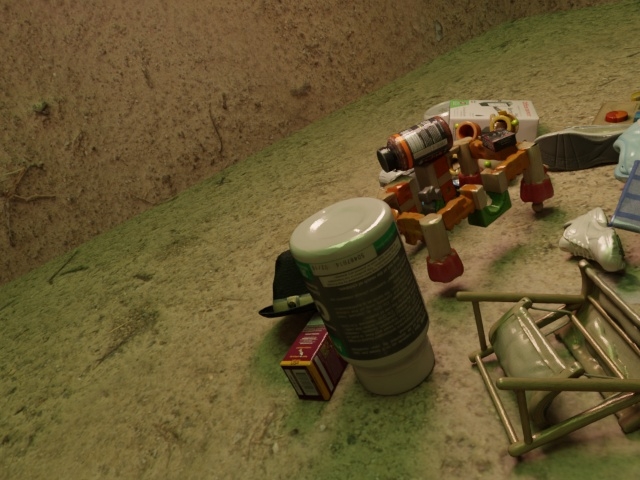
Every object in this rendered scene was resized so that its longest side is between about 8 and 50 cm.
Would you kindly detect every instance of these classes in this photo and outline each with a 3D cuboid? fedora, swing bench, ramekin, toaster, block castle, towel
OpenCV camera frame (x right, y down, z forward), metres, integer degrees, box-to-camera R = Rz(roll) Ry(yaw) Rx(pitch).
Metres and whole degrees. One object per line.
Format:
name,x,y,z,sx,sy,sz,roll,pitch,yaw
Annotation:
fedora,-0.016,0.086,1.311,0.333,0.153,0.334,-15,-2,-1
swing bench,0.393,0.186,0.871,0.254,0.165,0.253,-15,25,7
ramekin,0.537,-0.516,2.215,0.207,0.109,0.207,-20,24,9
toaster,0.300,-0.191,1.723,0.226,0.147,0.129,-30,26,-14
block castle,0.360,-0.081,1.377,0.453,0.213,0.303,-36,29,-23
towel,0.763,-0.062,1.048,0.284,0.034,0.209,19,61,32

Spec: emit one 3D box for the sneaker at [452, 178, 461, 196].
sneaker,0.454,-0.175,1.671,0.144,0.053,0.059,4,35,32

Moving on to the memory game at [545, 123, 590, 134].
memory game,0.819,-0.343,1.729,0.186,0.012,0.186,-20,25,10

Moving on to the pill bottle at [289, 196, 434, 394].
pill bottle,0.095,0.116,1.027,0.204,0.361,0.204,-19,24,9

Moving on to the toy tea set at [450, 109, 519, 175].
toy tea set,0.465,-0.293,1.667,0.335,0.200,0.124,0,13,44

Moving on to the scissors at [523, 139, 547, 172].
scissors,0.606,-0.235,1.470,0.021,0.109,0.297,-48,-11,12

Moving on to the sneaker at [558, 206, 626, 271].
sneaker,0.592,0.012,1.147,0.115,0.090,0.232,-21,15,23

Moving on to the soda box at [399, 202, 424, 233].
soda box,0.252,-0.069,1.609,0.210,0.071,0.067,-19,25,10

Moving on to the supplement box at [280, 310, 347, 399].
supplement box,0.002,0.247,1.155,0.080,0.104,0.188,-9,28,33

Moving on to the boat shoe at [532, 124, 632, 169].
boat shoe,0.791,-0.282,1.518,0.320,0.118,0.103,-3,26,31

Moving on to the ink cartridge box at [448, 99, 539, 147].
ink cartridge box,0.597,-0.407,1.824,0.288,0.122,0.211,3,32,12

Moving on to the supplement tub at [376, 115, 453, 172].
supplement tub,0.256,-0.258,1.431,0.197,0.106,0.106,-25,24,-5

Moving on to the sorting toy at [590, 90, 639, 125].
sorting toy,1.020,-0.433,1.682,0.229,0.041,0.307,4,36,39

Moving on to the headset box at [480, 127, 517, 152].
headset box,0.465,-0.261,1.353,0.062,0.032,0.083,-22,25,2

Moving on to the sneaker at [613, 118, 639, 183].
sneaker,0.819,-0.167,1.284,0.150,0.135,0.366,-47,14,39
